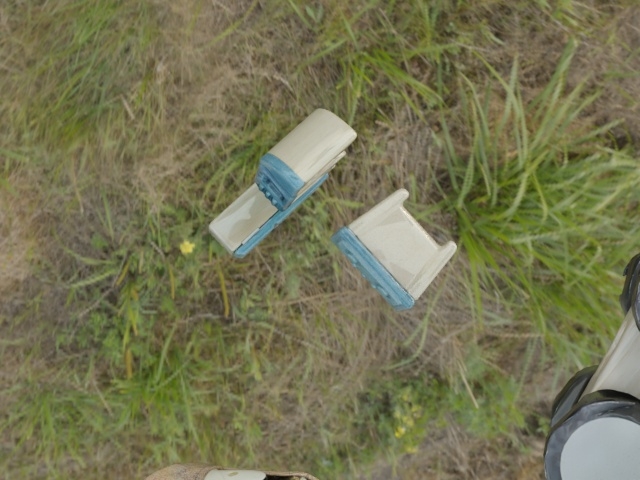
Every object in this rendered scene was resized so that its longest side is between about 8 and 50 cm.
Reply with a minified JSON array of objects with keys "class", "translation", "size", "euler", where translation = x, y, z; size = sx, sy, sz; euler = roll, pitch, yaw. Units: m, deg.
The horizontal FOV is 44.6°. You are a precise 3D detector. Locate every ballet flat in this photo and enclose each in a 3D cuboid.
[{"class":"ballet flat","translation":[-0.080,0.278,0.824],"size":[0.106,0.107,0.316],"euler":[-21,161,19]}]

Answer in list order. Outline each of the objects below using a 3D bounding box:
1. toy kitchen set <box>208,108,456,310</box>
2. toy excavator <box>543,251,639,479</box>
[{"class":"toy kitchen set","translation":[0.000,0.000,0.691],"size":[0.122,0.207,0.166],"euler":[-43,91,-9]},{"class":"toy excavator","translation":[0.463,0.123,0.624],"size":[0.445,0.222,0.433],"euler":[29,96,16]}]
